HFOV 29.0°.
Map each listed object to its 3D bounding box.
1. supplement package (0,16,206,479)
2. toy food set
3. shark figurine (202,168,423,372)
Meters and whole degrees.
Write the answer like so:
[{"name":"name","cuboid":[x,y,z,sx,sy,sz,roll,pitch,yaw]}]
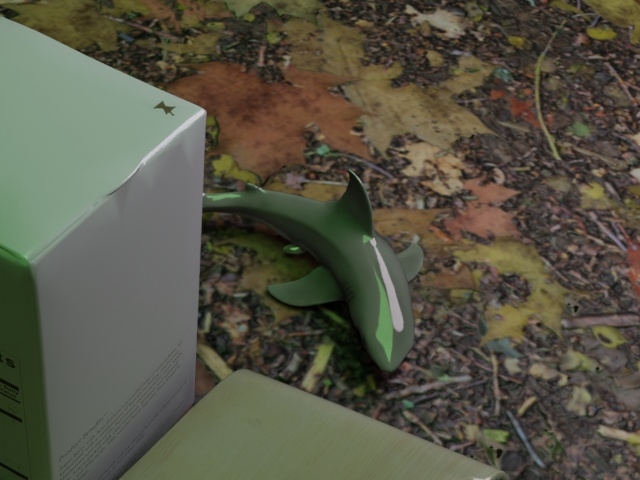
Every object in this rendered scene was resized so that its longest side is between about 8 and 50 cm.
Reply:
[{"name":"supplement package","cuboid":[-0.199,0.034,0.842,0.175,0.293,0.177,26,45,18]},{"name":"toy food set","cuboid":[-0.038,0.223,0.830,0.219,0.092,0.306,19,42,28]},{"name":"shark figurine","cuboid":[-0.010,-0.020,1.060,0.278,0.116,0.166,29,46,19]}]
